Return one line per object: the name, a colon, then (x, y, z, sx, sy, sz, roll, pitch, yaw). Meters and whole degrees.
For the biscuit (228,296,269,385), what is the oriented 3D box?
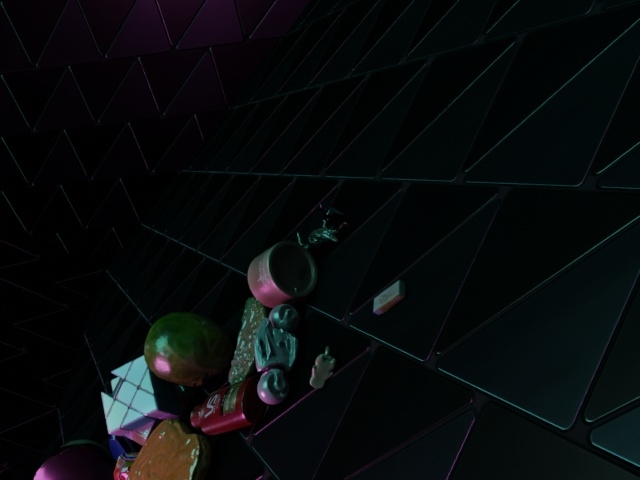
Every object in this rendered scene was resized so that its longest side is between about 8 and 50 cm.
biscuit: (-0.182, 0.265, 1.896, 0.141, 0.038, 0.290, -33, 38, 47)

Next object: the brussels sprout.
brussels sprout: (-0.374, 0.305, 2.002, 0.244, 0.244, 0.244, -46, 28, 33)

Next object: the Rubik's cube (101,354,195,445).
Rubik's cube: (-0.501, 0.476, 2.098, 0.224, 0.213, 0.265, -25, 62, 12)

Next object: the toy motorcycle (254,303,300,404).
toy motorcycle: (-0.110, 0.259, 1.667, 0.112, 0.112, 0.254, -38, 34, 44)

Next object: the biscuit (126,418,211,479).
biscuit: (-0.430, 0.668, 1.860, 0.365, 0.062, 0.386, 2, 69, 54)

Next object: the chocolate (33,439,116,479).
chocolate: (-0.784, 0.784, 2.337, 0.284, 0.283, 0.186, -62, 2, -2)

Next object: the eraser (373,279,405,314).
eraser: (0.138, 0.115, 1.425, 0.083, 0.019, 0.038, -41, 32, 40)

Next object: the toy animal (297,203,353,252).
toy animal: (0.001, -0.011, 1.794, 0.202, 0.070, 0.105, -42, 48, 30)

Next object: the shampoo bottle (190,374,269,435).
shampoo bottle: (-0.232, 0.421, 1.776, 0.314, 0.076, 0.118, -31, 43, 50)

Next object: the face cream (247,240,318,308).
face cream: (-0.094, 0.086, 1.772, 0.104, 0.149, 0.149, -31, 37, 49)

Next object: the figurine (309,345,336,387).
figurine: (0.004, 0.270, 1.510, 0.083, 0.047, 0.051, -62, 7, 16)

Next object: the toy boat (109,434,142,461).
toy boat: (-0.578, 0.563, 2.224, 0.070, 0.210, 0.292, 1, 54, 16)

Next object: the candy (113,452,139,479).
candy: (-0.556, 0.795, 2.029, 0.124, 0.124, 0.366, -27, 49, 53)
